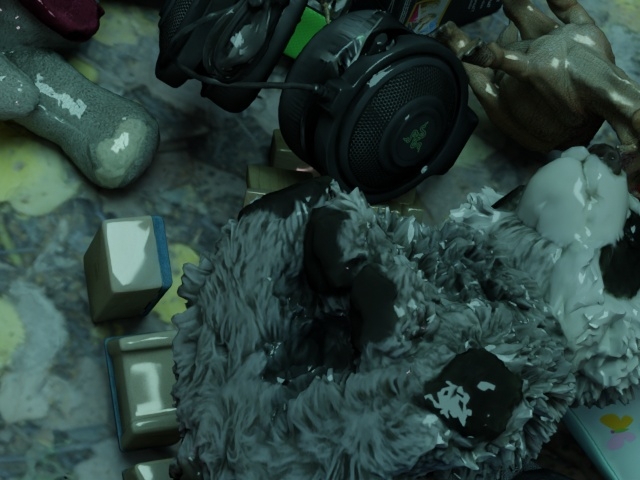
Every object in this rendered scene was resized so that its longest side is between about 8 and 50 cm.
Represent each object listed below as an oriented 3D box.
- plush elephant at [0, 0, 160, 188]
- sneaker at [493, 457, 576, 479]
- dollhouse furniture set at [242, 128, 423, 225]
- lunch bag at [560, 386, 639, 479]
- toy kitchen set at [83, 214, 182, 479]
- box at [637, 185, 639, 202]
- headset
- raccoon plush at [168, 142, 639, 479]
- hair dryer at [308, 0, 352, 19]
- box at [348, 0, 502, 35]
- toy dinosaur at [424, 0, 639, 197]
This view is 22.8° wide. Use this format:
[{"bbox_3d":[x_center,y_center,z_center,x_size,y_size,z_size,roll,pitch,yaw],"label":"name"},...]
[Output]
[{"bbox_3d":[-0.235,-0.249,1.203,0.330,0.255,0.272,21,60,3],"label":"plush elephant"},{"bbox_3d":[0.120,0.145,1.138,0.153,0.101,0.269,18,60,-4],"label":"sneaker"},{"bbox_3d":[0.000,0.000,1.241,0.144,0.123,0.151,8,22,-8],"label":"dollhouse furniture set"},{"bbox_3d":[0.293,0.098,1.146,0.262,0.160,0.223,-36,91,-27],"label":"lunch bag"},{"bbox_3d":[-0.070,0.090,1.138,0.166,0.122,0.207,-6,80,-16],"label":"toy kitchen set"},{"bbox_3d":[0.386,-0.026,1.236,0.293,0.201,0.057,40,44,14],"label":"box"},{"bbox_3d":[0.001,-0.151,1.144,0.243,0.185,0.394,32,13,10],"label":"headset"},{"bbox_3d":[0.041,0.115,1.026,0.299,0.446,0.216,2,51,-47],"label":"raccoon plush"},{"bbox_3d":[-0.062,-0.323,1.314,0.293,0.223,0.080,39,64,13],"label":"hair dryer"},{"bbox_3d":[0.059,-0.317,1.373,0.142,0.163,0.247,-26,67,-24],"label":"box"},{"bbox_3d":[0.191,-0.110,1.272,0.127,0.295,0.200,-39,104,-3],"label":"toy dinosaur"}]
